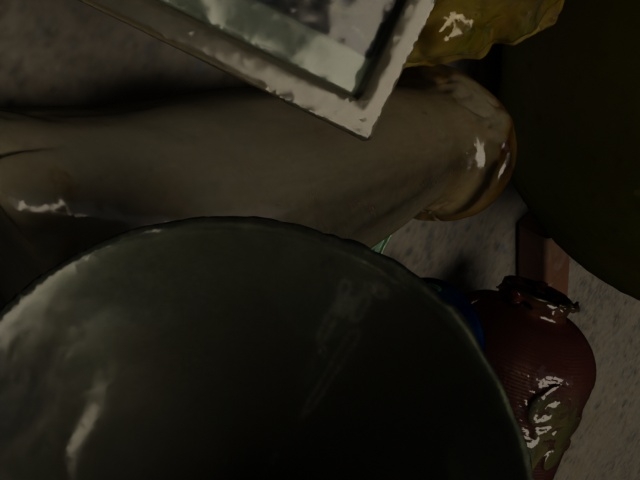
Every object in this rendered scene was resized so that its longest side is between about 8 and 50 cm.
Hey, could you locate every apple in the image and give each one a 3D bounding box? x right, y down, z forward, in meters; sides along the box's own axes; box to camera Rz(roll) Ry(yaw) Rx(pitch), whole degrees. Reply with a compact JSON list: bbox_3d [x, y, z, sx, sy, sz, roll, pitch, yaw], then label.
[{"bbox_3d":[0.389,-0.133,0.841,0.474,0.474,0.473,-30,134,-36],"label":"apple"}]

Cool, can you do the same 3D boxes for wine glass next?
[{"bbox_3d":[-0.056,0.185,0.571,0.267,0.267,0.406,-45,168,-20],"label":"wine glass"}]

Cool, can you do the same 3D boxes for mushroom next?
[{"bbox_3d":[-0.042,-0.025,0.632,0.407,0.138,0.154,-13,110,-38],"label":"mushroom"}]

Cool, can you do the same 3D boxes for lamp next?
[{"bbox_3d":[0.164,0.159,0.974,0.180,0.180,0.258,3,112,-51],"label":"lamp"}]

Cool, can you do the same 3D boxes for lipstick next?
[{"bbox_3d":[0.246,0.032,1.089,0.045,0.045,0.145,-38,139,-26],"label":"lipstick"}]

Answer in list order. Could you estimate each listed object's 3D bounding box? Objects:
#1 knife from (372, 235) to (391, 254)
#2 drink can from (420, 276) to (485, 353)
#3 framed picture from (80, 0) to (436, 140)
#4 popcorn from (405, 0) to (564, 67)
[{"bbox_3d":[0.086,-0.030,0.868,0.166,0.023,0.078,-46,165,-20],"label":"knife"},{"bbox_3d":[0.042,0.097,0.827,0.205,0.118,0.118,-8,120,-47],"label":"drink can"},{"bbox_3d":[-0.061,-0.209,0.439,0.315,0.024,0.232,22,97,-23],"label":"framed picture"},{"bbox_3d":[0.074,-0.216,0.601,0.250,0.190,0.250,-38,151,-26],"label":"popcorn"}]
